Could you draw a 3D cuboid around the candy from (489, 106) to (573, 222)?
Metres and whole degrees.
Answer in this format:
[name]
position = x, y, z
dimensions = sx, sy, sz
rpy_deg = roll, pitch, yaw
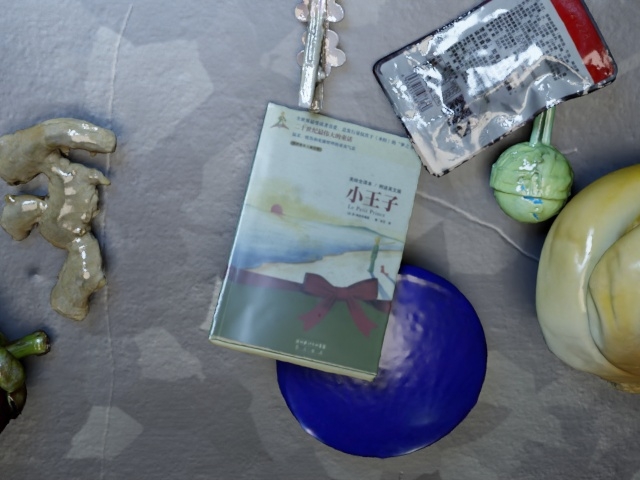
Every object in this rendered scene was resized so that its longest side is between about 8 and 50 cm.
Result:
[candy]
position = 0.268, -0.185, 0.919
dimensions = 0.093, 0.092, 0.336
rpy_deg = 16, 103, 31

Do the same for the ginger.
[ginger]
position = -0.319, -0.025, 0.946
dimensions = 0.149, 0.065, 0.259
rpy_deg = 11, 115, 6

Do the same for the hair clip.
[hair clip]
position = 0.000, -0.250, 0.888
dimensions = 0.062, 0.056, 0.214
rpy_deg = 7, 101, 12

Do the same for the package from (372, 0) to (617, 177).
[package]
position = 0.194, -0.190, 0.895
dimensions = 0.239, 0.030, 0.154
rpy_deg = -28, 88, 16

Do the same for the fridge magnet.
[fridge magnet]
position = 0.076, 0.150, 0.998
dimensions = 0.265, 0.113, 0.266
rpy_deg = -1, 109, -4

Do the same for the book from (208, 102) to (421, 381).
[book]
position = 0.000, 0.000, 0.916
dimensions = 0.201, 0.026, 0.290
rpy_deg = 13, 78, -7

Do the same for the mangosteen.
[mangosteen]
position = -0.444, 0.169, 0.962
dimensions = 0.172, 0.172, 0.184
rpy_deg = 24, 81, -11

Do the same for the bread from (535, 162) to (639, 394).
[bread]
position = 0.466, 0.085, 0.926
dimensions = 0.423, 0.245, 0.329
rpy_deg = 17, 109, -14
